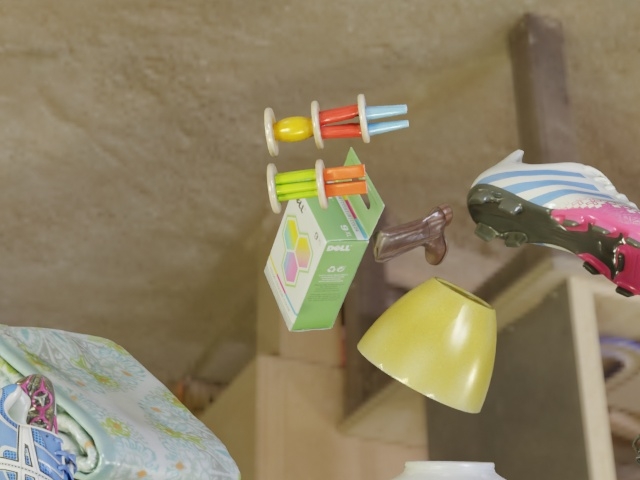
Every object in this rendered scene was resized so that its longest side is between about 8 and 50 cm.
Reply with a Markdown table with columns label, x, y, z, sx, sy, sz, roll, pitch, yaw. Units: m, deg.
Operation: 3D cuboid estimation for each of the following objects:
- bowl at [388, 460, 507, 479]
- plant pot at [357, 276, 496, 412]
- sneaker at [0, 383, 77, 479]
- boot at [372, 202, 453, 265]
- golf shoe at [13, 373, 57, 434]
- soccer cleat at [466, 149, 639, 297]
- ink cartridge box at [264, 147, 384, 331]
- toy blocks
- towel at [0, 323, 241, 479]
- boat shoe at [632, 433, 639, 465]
| label | x | y | z | sx | sy | sz | roll | pitch | yaw |
| --- | --- | --- | --- | --- | --- | --- | --- | --- | --- |
| bowl | 0.204 | 0.416 | 2.182 | 0.298 | 0.134 | 0.298 | 1 | 172 | 0 |
| plant pot | 0.116 | 0.092 | 1.333 | 0.134 | 0.095 | 0.134 | 27 | -174 | -3 |
| sneaker | -0.225 | 0.196 | 1.087 | 0.081 | 0.211 | 0.080 | -39 | 152 | -10 |
| boot | 0.105 | 0.010 | 1.697 | 0.114 | 0.037 | 0.106 | -26 | 141 | -28 |
| golf shoe | -0.317 | 0.232 | 1.484 | 0.068 | 0.186 | 0.086 | 12 | -179 | 8 |
| soccer cleat | 0.337 | -0.034 | 1.695 | 0.331 | 0.143 | 0.116 | 23 | 142 | 34 |
| ink cartridge box | 0.000 | 0.000 | 1.682 | 0.062 | 0.109 | 0.209 | -1 | 134 | -26 |
| toy blocks | 0.020 | -0.092 | 1.432 | 0.148 | 0.123 | 0.054 | -7 | 153 | 6 |
| towel | -0.331 | 0.258 | 2.133 | 0.321 | 0.374 | 0.090 | 16 | 108 | -51 |
| boat shoe | 0.368 | 0.229 | 1.452 | 0.076 | 0.228 | 0.080 | -5 | 164 | -16 |
